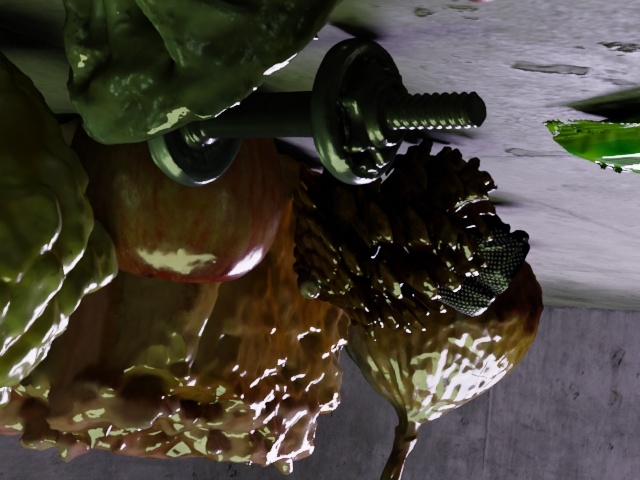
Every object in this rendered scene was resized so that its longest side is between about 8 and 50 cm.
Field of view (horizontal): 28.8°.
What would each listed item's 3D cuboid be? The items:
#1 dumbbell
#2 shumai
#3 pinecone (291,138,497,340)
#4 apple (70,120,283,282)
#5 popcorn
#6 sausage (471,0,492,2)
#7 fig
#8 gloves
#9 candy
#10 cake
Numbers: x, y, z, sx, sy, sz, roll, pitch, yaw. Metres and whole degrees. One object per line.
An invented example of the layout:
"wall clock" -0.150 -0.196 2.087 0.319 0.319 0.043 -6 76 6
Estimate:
"dumbbell" -0.026 -0.070 0.695 0.254 0.081 0.082 3 174 34
"shumai" -0.054 -0.101 0.450 0.087 0.124 0.099 55 170 -29
"pinecone" 0.056 -0.009 0.959 0.174 0.173 0.173 6 175 0
"apple" -0.098 -0.043 0.836 0.146 0.130 0.146 9 -171 -1
"popcorn" -0.241 -0.006 0.722 0.255 0.256 0.195 -1 -170 -18
"sausage" 0.080 -0.111 0.389 0.029 0.029 0.223 7 175 -11
"fig" 0.139 0.169 1.708 0.286 0.368 0.286 12 -176 -1
"gloves" 0.119 -0.005 1.329 0.181 0.106 0.129 34 173 -1
"candy" 0.244 -0.058 0.813 0.178 0.032 0.102 10 170 -32
"cake" -0.158 0.053 1.096 0.307 0.293 0.314 1 167 26
